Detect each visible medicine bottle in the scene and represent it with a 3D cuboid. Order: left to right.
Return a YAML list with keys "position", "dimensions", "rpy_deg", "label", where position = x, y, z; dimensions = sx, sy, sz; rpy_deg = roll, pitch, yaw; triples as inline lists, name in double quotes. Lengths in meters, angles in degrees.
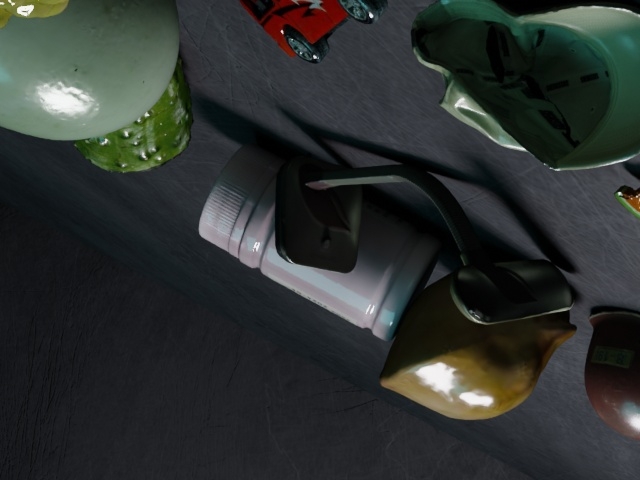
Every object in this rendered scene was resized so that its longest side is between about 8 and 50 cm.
- position: [0.000, 0.000, 1.422]
  dimensions: [0.249, 0.133, 0.133]
  rpy_deg: [28, 169, 8]
  label: "medicine bottle"

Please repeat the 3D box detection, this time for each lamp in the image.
- position: [0.108, -0.004, 1.263]
  dimensions: [0.283, 0.125, 0.203]
  rpy_deg: [16, -177, 42]
  label: "lamp"

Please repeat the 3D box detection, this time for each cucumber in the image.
- position: [-0.196, -0.162, 1.270]
  dimensions: [0.134, 0.134, 0.244]
  rpy_deg: [29, 164, 6]
  label: "cucumber"

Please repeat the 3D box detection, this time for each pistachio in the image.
- position: [0.162, 0.117, 1.398]
  dimensions: [0.212, 0.163, 0.260]
  rpy_deg: [-13, 169, -4]
  label: "pistachio"

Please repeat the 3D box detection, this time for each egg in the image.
- position: [-0.233, -0.192, 0.990]
  dimensions: [0.203, 0.203, 0.282]
  rpy_deg: [17, 162, 49]
  label: "egg"

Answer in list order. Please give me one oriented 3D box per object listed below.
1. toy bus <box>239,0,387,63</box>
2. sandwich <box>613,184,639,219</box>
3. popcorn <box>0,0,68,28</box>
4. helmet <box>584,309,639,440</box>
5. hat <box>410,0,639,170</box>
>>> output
- position: [0.005, -0.177, 0.781]
  dimensions: [0.089, 0.081, 0.195]
  rpy_deg: [42, 168, -10]
  label: "toy bus"
- position: [0.265, -0.025, 0.914]
  dimensions: [0.069, 0.026, 0.101]
  rpy_deg: [38, 164, -16]
  label: "sandwich"
- position: [-0.194, -0.240, 0.652]
  dimensions: [0.258, 0.224, 0.270]
  rpy_deg: [38, 179, 10]
  label: "popcorn"
- position: [0.328, 0.149, 1.313]
  dimensions: [0.155, 0.106, 0.175]
  rpy_deg: [39, 170, -35]
  label: "helmet"
- position: [0.146, -0.107, 0.782]
  dimensions: [0.166, 0.081, 0.122]
  rpy_deg: [-8, 103, 49]
  label: "hat"
